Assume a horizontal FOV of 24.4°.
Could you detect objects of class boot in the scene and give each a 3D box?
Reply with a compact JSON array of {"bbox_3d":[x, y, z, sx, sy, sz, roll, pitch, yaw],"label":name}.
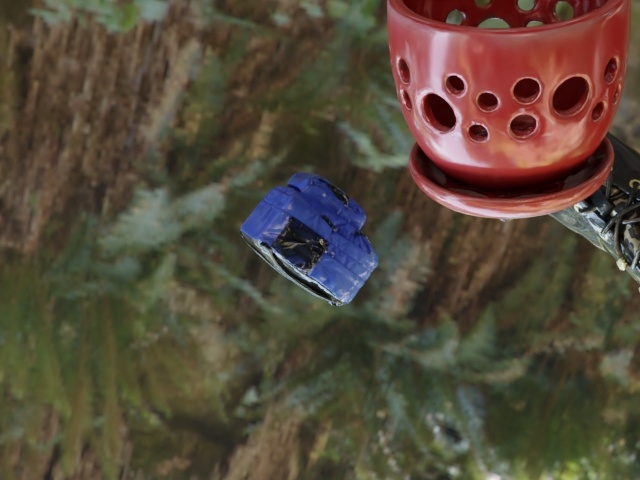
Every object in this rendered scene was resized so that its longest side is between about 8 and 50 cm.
[{"bbox_3d":[0.296,-0.058,1.641,0.284,0.138,0.377,42,-167,32],"label":"boot"}]

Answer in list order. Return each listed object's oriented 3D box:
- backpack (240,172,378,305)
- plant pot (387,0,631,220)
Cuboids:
[{"bbox_3d":[0.000,0.000,1.423,0.120,0.101,0.098,40,-178,-15],"label":"backpack"},{"bbox_3d":[0.153,-0.126,1.193,0.191,0.174,0.191,-5,-149,3],"label":"plant pot"}]
